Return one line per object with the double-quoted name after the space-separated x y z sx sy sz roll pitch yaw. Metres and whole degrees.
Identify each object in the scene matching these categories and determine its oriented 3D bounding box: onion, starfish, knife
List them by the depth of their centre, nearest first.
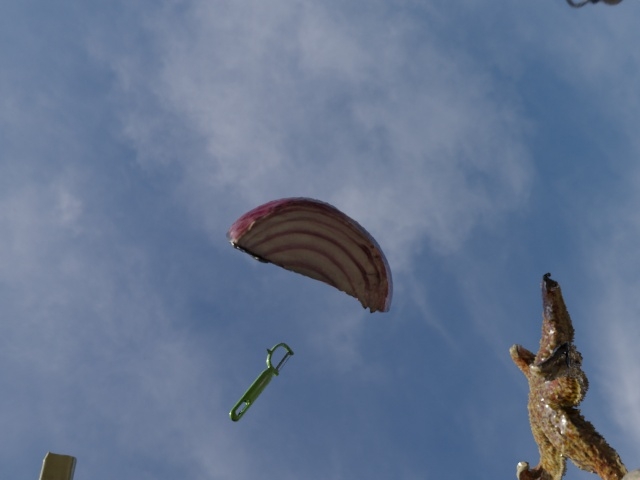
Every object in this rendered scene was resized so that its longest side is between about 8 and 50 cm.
0.338 0.226 0.811 0.113 0.303 0.312 -7 -126 5 "starfish"
0.000 0.000 0.829 0.250 0.247 0.111 23 -86 0 "onion"
-0.117 0.264 1.088 0.054 0.015 0.212 55 -141 -10 "knife"

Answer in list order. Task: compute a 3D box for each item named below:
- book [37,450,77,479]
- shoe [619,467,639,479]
-0.394 0.489 0.697 0.043 0.260 0.371 20 -68 -21 "book"
0.305 0.173 0.191 0.171 0.351 0.198 20 -118 -42 "shoe"
